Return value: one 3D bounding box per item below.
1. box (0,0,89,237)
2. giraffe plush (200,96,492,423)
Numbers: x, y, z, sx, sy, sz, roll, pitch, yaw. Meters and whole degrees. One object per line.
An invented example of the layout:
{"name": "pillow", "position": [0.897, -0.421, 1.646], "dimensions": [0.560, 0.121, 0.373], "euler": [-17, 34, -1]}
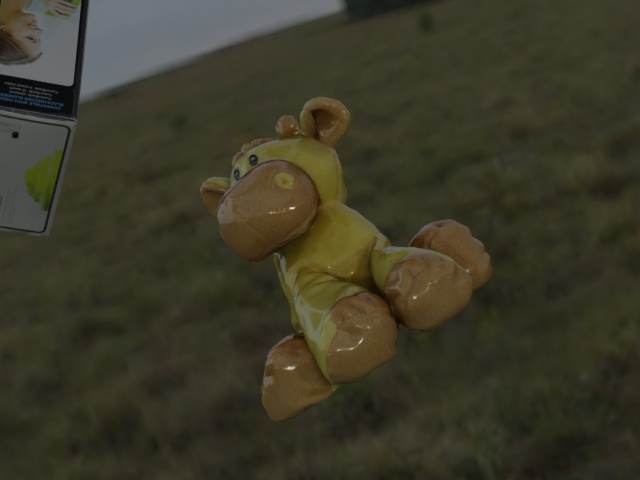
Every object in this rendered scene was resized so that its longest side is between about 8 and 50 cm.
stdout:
{"name": "box", "position": [-0.270, -0.166, 1.702], "dimensions": [0.087, 0.290, 0.169], "euler": [10, -42, -12]}
{"name": "giraffe plush", "position": [0.000, 0.000, 1.251], "dimensions": [0.181, 0.170, 0.210], "euler": [-34, 2, 3]}
